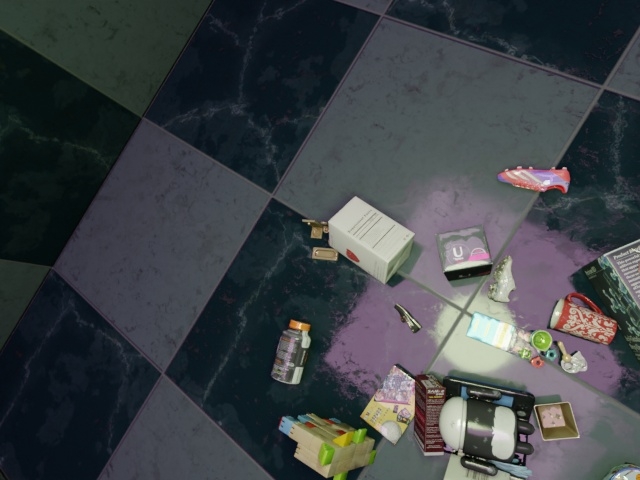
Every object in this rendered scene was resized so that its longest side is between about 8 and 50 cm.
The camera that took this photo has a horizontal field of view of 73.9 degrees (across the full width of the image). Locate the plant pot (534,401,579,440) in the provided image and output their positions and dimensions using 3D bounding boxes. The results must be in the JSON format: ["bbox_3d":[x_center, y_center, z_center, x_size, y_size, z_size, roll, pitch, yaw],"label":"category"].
[{"bbox_3d":[0.780,0.595,1.420,0.109,0.096,0.109,-14,73,17],"label":"plant pot"}]

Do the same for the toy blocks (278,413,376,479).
[{"bbox_3d":[0.013,0.733,1.563,0.261,0.381,0.190,14,83,38],"label":"toy blocks"}]

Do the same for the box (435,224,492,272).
[{"bbox_3d":[0.521,0.053,1.539,0.165,0.270,0.143,-13,74,18],"label":"box"}]

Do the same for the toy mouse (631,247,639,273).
[{"bbox_3d":[0.943,0.063,1.188,0.143,0.031,0.161,44,96,23],"label":"toy mouse"}]

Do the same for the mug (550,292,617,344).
[{"bbox_3d":[0.897,0.262,1.442,0.169,0.113,0.150,21,88,20],"label":"mug"}]

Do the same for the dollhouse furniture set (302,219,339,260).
[{"bbox_3d":[0.000,0.000,1.825,0.144,0.123,0.151,4,80,22],"label":"dollhouse furniture set"}]

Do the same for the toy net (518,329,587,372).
[{"bbox_3d":[0.800,0.397,1.438,0.232,0.045,0.122,28,87,1],"label":"toy net"}]

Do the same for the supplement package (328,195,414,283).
[{"bbox_3d":[0.196,-0.002,1.695,0.293,0.177,0.175,35,65,24],"label":"supplement package"}]

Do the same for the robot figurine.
[{"bbox_3d":[0.522,0.602,1.357,0.278,0.209,0.173,6,118,18],"label":"robot figurine"}]

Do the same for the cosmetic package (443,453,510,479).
[{"bbox_3d":[0.482,0.916,1.369,0.197,0.155,0.365,8,102,25],"label":"cosmetic package"}]

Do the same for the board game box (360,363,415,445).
[{"bbox_3d":[0.287,0.624,1.628,0.165,0.042,0.243,34,92,23],"label":"board game box"}]

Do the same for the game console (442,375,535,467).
[{"bbox_3d":[0.558,0.623,1.456,0.293,0.250,0.173,6,44,21],"label":"game console"}]

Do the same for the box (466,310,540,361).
[{"bbox_3d":[0.663,0.347,1.537,0.244,0.060,0.100,19,86,23],"label":"box"}]

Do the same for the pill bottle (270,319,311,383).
[{"bbox_3d":[-0.114,0.456,1.767,0.131,0.130,0.245,13,84,23],"label":"pill bottle"}]

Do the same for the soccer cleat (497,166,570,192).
[{"bbox_3d":[0.799,-0.224,1.600,0.248,0.083,0.095,1,84,18],"label":"soccer cleat"}]

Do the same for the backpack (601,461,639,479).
[{"bbox_3d":[0.948,0.816,1.261,0.277,0.213,0.263,27,78,26],"label":"backpack"}]

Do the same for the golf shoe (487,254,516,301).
[{"bbox_3d":[0.689,0.145,1.580,0.086,0.069,0.176,21,89,3],"label":"golf shoe"}]

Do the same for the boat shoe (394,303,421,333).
[{"bbox_3d":[0.335,0.306,1.675,0.042,0.049,0.133,-41,72,-1],"label":"boat shoe"}]

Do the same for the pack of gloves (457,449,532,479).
[{"bbox_3d":[0.583,0.753,1.432,0.232,0.195,0.046,9,50,21],"label":"pack of gloves"}]

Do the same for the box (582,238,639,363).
[{"bbox_3d":[1.040,0.194,1.302,0.212,0.293,0.395,-26,71,13],"label":"box"}]

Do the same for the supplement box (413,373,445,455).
[{"bbox_3d":[0.386,0.615,1.512,0.073,0.130,0.239,0,93,-5],"label":"supplement box"}]
